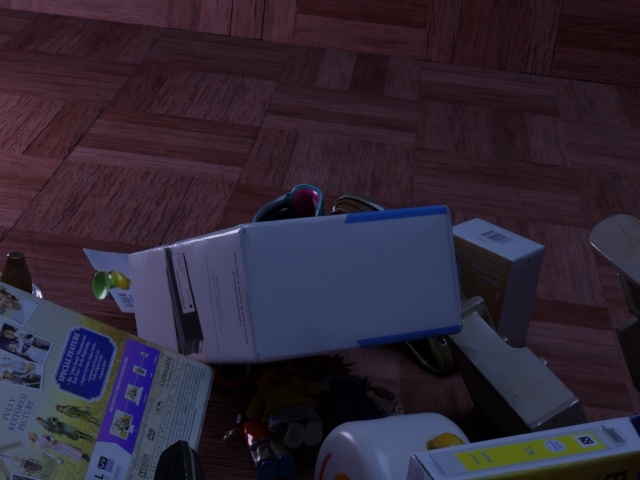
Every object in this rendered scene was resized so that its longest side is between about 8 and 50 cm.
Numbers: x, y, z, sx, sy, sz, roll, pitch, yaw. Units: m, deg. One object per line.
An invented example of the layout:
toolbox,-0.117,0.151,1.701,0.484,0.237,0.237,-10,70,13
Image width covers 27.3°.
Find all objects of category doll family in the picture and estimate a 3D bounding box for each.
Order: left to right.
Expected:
doll family,0.005,0.208,1.683,0.262,0.118,0.163,-2,25,-18

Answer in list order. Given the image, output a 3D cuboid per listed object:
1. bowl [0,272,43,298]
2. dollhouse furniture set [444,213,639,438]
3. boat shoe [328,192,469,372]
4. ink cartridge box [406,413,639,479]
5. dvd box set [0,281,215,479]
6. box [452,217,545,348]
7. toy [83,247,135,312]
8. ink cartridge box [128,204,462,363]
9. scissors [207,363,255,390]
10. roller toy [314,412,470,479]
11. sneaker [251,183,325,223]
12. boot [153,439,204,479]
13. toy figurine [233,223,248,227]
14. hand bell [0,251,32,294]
bowl,-0.469,0.114,1.819,0.170,0.080,0.170,5,24,-2
dollhouse furniture set,0.397,0.127,1.706,0.394,0.362,0.256,-30,34,-7
boat shoe,0.109,0.059,1.932,0.307,0.111,0.104,45,56,13
ink cartridge box,0.210,0.316,1.269,0.307,0.304,0.072,-4,29,-21
dvd box set,-0.340,0.188,1.451,0.420,0.062,0.308,23,39,-13
box,0.248,0.072,1.985,0.130,0.171,0.091,25,28,35
toy,-0.240,0.081,1.957,0.237,0.056,0.137,11,32,-48
ink cartridge box,-0.046,0.064,1.699,0.285,0.166,0.395,-6,-2,-27
scissors,-0.082,0.147,1.916,0.109,0.021,0.297,19,28,30
roller toy,0.091,0.284,1.439,0.146,0.209,0.191,-4,20,-24
sneaker,0.000,0.000,2.071,0.295,0.179,0.124,-7,28,-32
boot,-0.101,0.315,1.389,0.137,0.077,0.198,13,56,-35
toy figurine,-0.162,0.063,1.923,0.159,0.130,0.173,-4,64,-41
hand bell,-0.376,0.125,1.621,0.126,0.242,0.126,5,24,-2
